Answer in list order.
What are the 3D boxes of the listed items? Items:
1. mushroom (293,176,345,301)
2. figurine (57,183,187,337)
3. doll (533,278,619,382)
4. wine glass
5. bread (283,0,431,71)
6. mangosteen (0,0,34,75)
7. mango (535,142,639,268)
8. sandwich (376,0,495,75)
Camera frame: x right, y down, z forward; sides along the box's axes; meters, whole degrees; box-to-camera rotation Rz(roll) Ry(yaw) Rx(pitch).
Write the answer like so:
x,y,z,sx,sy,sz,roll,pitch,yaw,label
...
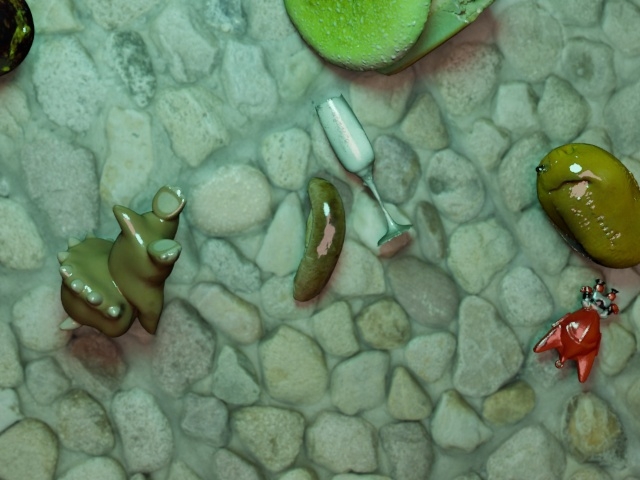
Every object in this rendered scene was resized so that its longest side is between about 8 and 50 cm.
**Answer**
x,y,z,sx,sy,sz,roll,pitch,yaw,label
0.002,0.001,1.603,0.072,0.094,0.210,8,90,-4,mushroom
-0.322,0.041,1.516,0.173,0.177,0.247,12,138,-14,figurine
0.452,0.148,1.678,0.109,0.057,0.169,33,92,-6,doll
0.066,-0.123,1.608,0.074,0.074,0.262,-27,96,-3,wine glass
0.048,-0.396,1.488,0.045,0.301,0.301,-30,100,-42,bread
-0.543,-0.311,1.477,0.192,0.192,0.217,35,115,-8,mangosteen
0.464,-0.061,1.618,0.249,0.156,0.151,45,53,-9,mango
0.154,-0.378,1.527,0.227,0.198,0.155,-41,98,-2,sandwich
